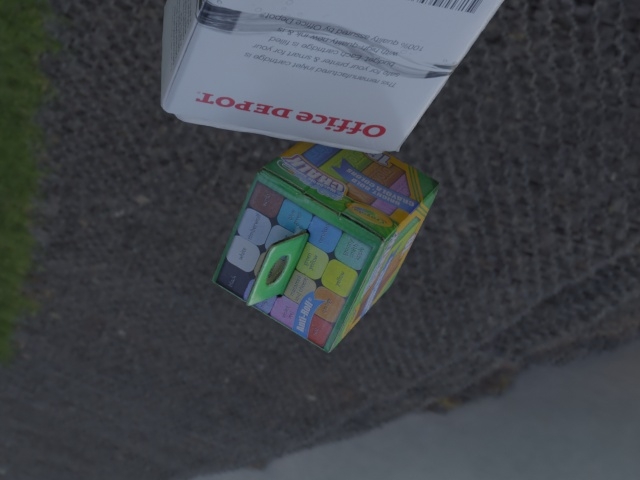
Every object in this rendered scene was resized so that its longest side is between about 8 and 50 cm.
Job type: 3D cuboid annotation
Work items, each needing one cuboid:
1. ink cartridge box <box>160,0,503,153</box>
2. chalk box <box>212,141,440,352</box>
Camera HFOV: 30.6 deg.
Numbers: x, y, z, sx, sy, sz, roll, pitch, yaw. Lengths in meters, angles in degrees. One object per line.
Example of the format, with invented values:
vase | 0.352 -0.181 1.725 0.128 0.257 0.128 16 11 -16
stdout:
ink cartridge box | 0.016 -0.220 0.939 0.223 0.129 0.307 8 146 -20
chalk box | 0.000 0.000 1.067 0.132 0.213 0.132 31 120 9
